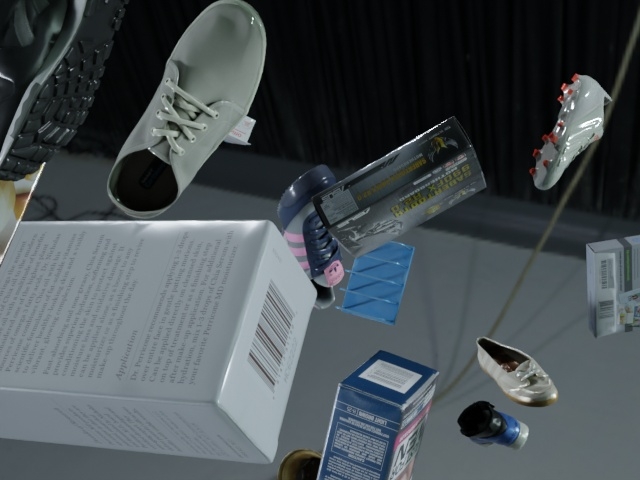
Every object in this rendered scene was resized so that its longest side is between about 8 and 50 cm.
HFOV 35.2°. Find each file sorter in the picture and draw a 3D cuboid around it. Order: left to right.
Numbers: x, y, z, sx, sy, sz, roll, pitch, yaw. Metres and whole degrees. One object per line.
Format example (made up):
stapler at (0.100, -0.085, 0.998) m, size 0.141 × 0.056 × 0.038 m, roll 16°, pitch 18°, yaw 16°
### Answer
file sorter at (0.109, 0.078, 2.083) m, size 0.118 × 0.104 × 0.170 m, roll 14°, pitch 88°, yaw 17°

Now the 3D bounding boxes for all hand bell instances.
hand bell at (0.040, 0.408, 1.827) m, size 0.126 × 0.126 × 0.242 m, roll 21°, pitch 15°, yaw 28°

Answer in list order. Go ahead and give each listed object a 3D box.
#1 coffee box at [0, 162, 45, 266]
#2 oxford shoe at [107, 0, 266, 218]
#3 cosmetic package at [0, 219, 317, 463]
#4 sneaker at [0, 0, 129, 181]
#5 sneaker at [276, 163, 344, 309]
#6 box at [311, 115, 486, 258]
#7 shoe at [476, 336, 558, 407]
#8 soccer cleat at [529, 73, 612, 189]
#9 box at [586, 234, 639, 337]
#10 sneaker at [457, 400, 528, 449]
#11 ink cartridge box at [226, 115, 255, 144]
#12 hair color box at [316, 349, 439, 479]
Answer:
coffee box at (-0.374, -0.018, 0.984) m, size 0.098 × 0.141 × 0.247 m, roll -23°, pitch 45°, yaw 55°
oxford shoe at (-0.237, -0.217, 1.779) m, size 0.169 × 0.449 × 0.130 m, roll 33°, pitch 16°, yaw -4°
cosmetic package at (-0.256, 0.111, 1.181) m, size 0.453 × 0.161 × 0.230 m, roll 1°, pitch 56°, yaw 24°
sneaker at (-0.253, -0.196, 0.890) m, size 0.124 × 0.107 × 0.283 m, roll 25°, pitch 94°, yaw 8°
sneaker at (0.000, 0.000, 1.664) m, size 0.112 × 0.319 × 0.131 m, roll -32°, pitch 68°, yaw -20°
box at (0.118, -0.070, 1.451) m, size 0.231 × 0.183 × 0.056 m, roll -29°, pitch 69°, yaw 6°
shoe at (0.356, 0.242, 1.865) m, size 0.076 × 0.058 × 0.219 m, roll -27°, pitch 28°, yaw -16°
soccer cleat at (0.357, -0.147, 1.417) m, size 0.076 × 0.068 × 0.196 m, roll 30°, pitch 67°, yaw -9°
box at (0.490, 0.060, 1.492) m, size 0.186 × 0.145 × 0.038 m, roll -10°, pitch 24°, yaw -1°
sneaker at (0.235, 0.269, 1.488) m, size 0.084 × 0.152 × 0.058 m, roll 28°, pitch 80°, yaw -13°
ink cartridge box at (-0.214, -0.261, 2.239) m, size 0.062 × 0.104 × 0.181 m, roll -68°, pitch 24°, yaw -1°
hair color box at (0.067, 0.356, 1.485) m, size 0.105 × 0.347 × 0.174 m, roll 19°, pitch 18°, yaw 20°
